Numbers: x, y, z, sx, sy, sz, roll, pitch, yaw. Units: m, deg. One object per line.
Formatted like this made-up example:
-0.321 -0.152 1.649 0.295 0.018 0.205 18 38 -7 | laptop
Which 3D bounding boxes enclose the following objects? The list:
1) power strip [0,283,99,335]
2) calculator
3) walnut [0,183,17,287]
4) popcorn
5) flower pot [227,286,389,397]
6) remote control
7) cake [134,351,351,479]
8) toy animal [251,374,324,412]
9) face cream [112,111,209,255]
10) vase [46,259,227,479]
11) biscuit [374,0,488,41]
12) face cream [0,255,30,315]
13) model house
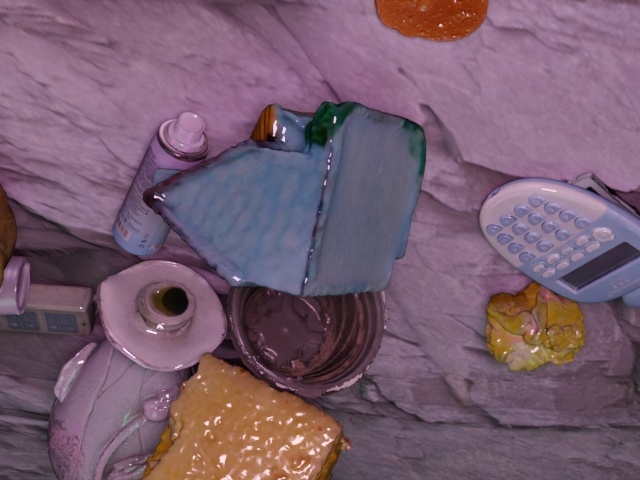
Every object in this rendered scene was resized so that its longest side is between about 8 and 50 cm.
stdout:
-0.469 0.102 1.465 0.272 0.052 0.078 5 139 -3 | power strip
0.354 0.010 1.301 0.302 0.042 0.188 29 142 -18 | calculator
-0.535 -0.004 1.228 0.283 0.227 0.283 10 131 11 | walnut
0.314 0.127 1.401 0.145 0.126 0.126 11 135 28 | popcorn
-0.032 0.116 1.365 0.235 0.235 0.140 15 158 -12 | flower pot
0.390 -0.036 1.289 0.166 0.029 0.065 34 139 -25 | remote control
-0.106 0.320 1.328 0.227 0.222 0.286 28 163 12 | cake
-0.083 0.378 1.545 0.266 0.308 0.188 -16 156 -13 | toy animal
-0.205 -0.075 1.244 0.075 0.075 0.229 19 135 -17 | face cream
-0.281 0.231 1.454 0.250 0.250 0.445 15 133 -13 | vase
0.122 -0.267 1.060 0.130 0.019 0.102 12 137 -10 | biscuit
-0.566 0.063 1.389 0.269 0.107 0.073 2 147 -1 | face cream
-0.045 -0.064 1.166 0.248 0.230 0.280 15 -175 27 | model house
